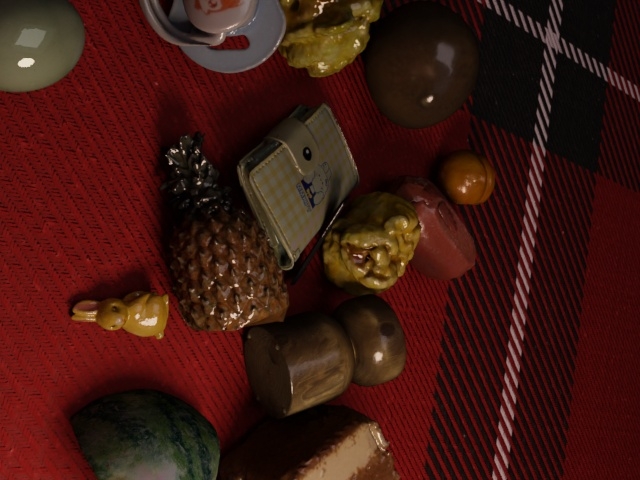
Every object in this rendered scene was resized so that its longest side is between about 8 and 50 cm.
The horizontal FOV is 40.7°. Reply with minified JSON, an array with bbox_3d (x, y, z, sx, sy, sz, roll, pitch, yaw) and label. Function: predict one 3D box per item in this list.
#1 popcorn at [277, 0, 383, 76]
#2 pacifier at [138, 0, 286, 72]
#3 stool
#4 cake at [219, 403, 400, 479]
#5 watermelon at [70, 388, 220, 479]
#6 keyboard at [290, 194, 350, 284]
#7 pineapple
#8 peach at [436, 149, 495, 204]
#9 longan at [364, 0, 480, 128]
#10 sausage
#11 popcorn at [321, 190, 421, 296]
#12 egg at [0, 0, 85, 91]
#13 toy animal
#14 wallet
[{"bbox_3d":[0.010,-0.439,1.641,0.250,0.235,0.241,66,33,-36],"label":"popcorn"},{"bbox_3d":[-0.168,-0.453,1.525,0.233,0.244,0.299,-50,142,-67],"label":"pacifier"},{"bbox_3d":[0.008,0.217,1.647,0.264,0.179,0.179,-13,99,-32],"label":"stool"},{"bbox_3d":[-0.018,0.482,1.611,0.282,0.256,0.290,-33,108,-35],"label":"cake"},{"bbox_3d":[-0.281,0.360,1.418,0.256,0.260,0.176,9,98,-26],"label":"watermelon"},{"bbox_3d":[0.000,0.000,1.679,0.202,0.011,0.067,-58,177,22],"label":"keyboard"},{"bbox_3d":[-0.180,-0.012,1.502,0.202,0.202,0.362,-13,89,-42],"label":"pineapple"},{"bbox_3d":[0.334,-0.147,2.003,0.138,0.138,0.138,-1,91,-42],"label":"peach"},{"bbox_3d":[0.213,-0.368,1.808,0.258,0.258,0.258,-1,91,-42],"label":"longan"},{"bbox_3d":[0.232,-0.026,1.896,0.279,0.152,0.152,50,59,-30],"label":"sausage"},{"bbox_3d":[0.109,0.021,1.736,0.226,0.203,0.200,-28,123,5],"label":"popcorn"},{"bbox_3d":[-0.441,-0.296,1.276,0.192,0.149,0.149,-37,114,-35],"label":"egg"},{"bbox_3d":[-0.334,0.127,1.439,0.159,0.070,0.083,1,91,-38],"label":"toy animal"},{"bbox_3d":[-0.038,-0.117,1.646,0.309,0.077,0.223,-51,128,-49],"label":"wallet"}]
